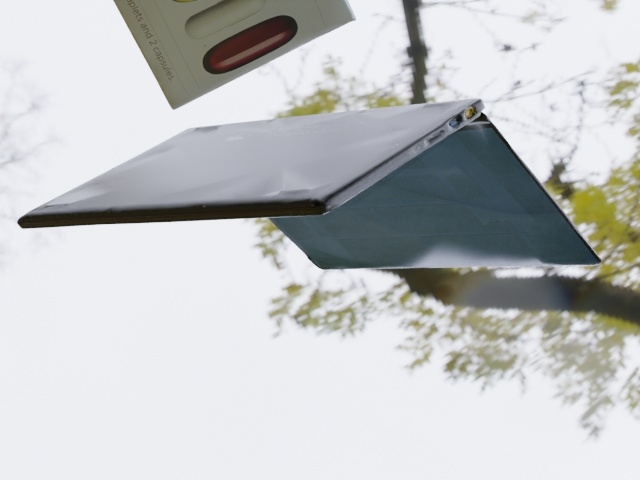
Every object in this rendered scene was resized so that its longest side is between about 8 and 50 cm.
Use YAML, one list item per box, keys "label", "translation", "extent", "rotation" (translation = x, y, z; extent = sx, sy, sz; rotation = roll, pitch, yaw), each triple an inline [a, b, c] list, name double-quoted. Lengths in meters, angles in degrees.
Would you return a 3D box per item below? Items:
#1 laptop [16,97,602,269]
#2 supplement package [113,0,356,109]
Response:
- label: "laptop"
  translation: [0.000, 0.000, 1.449]
  extent: [0.382, 0.408, 0.236]
  rotation: [-3, -69, 40]
- label: "supplement package"
  translation: [-0.109, -0.263, 0.988]
  extent: [0.261, 0.145, 0.204]
  rotation: [63, 0, -39]
